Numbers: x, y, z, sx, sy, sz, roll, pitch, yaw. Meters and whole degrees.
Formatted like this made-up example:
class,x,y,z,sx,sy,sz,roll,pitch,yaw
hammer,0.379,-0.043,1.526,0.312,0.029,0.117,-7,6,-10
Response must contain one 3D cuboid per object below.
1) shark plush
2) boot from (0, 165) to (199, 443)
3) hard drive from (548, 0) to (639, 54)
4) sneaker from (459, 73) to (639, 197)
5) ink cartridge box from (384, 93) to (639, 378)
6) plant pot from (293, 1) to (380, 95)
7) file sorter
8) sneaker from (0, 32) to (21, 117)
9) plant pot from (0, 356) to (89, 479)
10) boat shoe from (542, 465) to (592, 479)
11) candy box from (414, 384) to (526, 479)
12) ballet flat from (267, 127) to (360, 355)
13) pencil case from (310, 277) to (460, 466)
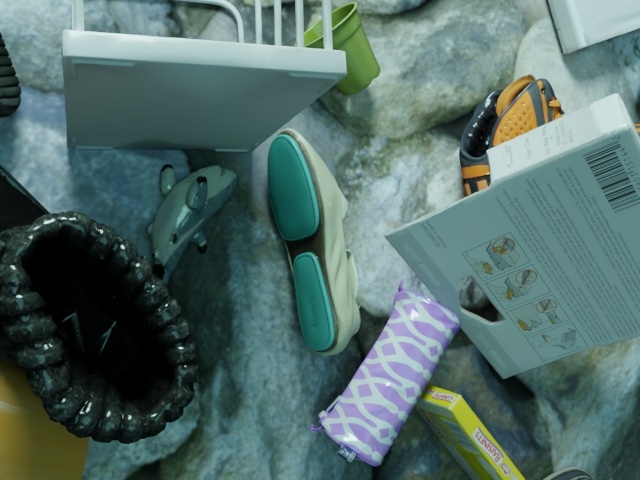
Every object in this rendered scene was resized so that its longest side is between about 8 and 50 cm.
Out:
class,x,y,z,sx,sy,sz,roll,pitch,yaw
shark plush,-0.136,-0.005,0.686,0.067,0.073,0.161,26,74,-49
boot,-0.257,0.012,0.527,0.348,0.260,0.131,38,76,-16
hard drive,0.371,-0.451,0.881,0.233,0.047,0.353,-22,98,-19
sneaker,0.313,-0.130,0.815,0.321,0.124,0.180,-25,99,-19
ink cartridge box,0.257,0.017,0.737,0.296,0.261,0.066,48,32,-31
plant pot,0.027,-0.208,0.739,0.083,0.083,0.079,-46,116,-15
file sorter,-0.121,-0.189,0.577,0.193,0.277,0.173,-1,86,-20
sneaker,-0.403,-0.225,0.566,0.146,0.122,0.330,-35,103,1
plant pot,-0.309,0.173,0.555,0.188,0.205,0.205,24,81,-35
boat shoe,0.282,0.369,0.829,0.206,0.065,0.075,-35,101,-17
candy box,0.185,0.252,0.773,0.027,0.105,0.206,-41,103,-16
ballet flat,0.000,0.000,0.730,0.086,0.086,0.248,-10,94,-20
pencil case,0.076,0.152,0.749,0.088,0.086,0.206,32,76,12
